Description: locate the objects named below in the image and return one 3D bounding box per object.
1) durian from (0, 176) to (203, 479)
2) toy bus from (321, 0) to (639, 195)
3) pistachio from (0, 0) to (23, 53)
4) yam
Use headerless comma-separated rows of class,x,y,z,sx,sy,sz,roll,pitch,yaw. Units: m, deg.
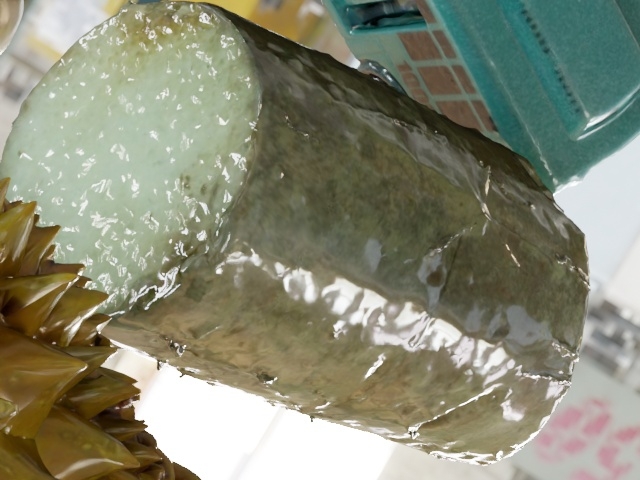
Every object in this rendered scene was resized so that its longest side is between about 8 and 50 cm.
durian,-0.114,0.089,0.506,0.138,0.183,0.250,-109,-8,-47
toy bus,0.074,-0.142,1.013,0.256,0.128,0.147,59,158,-17
pistachio,-0.249,-0.109,0.952,0.129,0.206,0.131,-112,7,-48
yam,0.000,0.000,0.893,0.268,0.161,0.161,22,-173,-40
